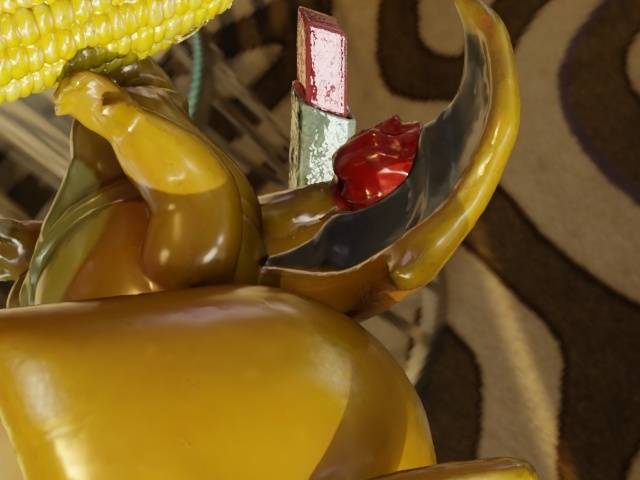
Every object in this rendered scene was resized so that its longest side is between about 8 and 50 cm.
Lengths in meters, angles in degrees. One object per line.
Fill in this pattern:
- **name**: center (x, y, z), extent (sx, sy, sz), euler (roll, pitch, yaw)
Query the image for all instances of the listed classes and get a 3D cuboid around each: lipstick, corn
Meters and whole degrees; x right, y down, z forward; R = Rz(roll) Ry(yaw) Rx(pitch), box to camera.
- **lipstick**: center (0.000, 0.000, 1.001), extent (0.051, 0.051, 0.312), euler (-147, 57, -64)
- **corn**: center (-0.173, -0.108, 0.728), extent (0.291, 0.101, 0.101), euler (-18, 34, -24)

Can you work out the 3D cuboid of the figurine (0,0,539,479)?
- **figurine**: center (-0.051, 0.058, 0.733), extent (0.401, 0.268, 0.387), euler (-46, 36, 20)
